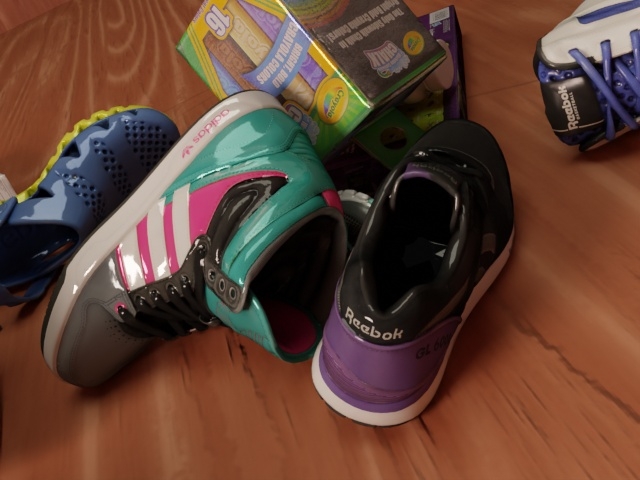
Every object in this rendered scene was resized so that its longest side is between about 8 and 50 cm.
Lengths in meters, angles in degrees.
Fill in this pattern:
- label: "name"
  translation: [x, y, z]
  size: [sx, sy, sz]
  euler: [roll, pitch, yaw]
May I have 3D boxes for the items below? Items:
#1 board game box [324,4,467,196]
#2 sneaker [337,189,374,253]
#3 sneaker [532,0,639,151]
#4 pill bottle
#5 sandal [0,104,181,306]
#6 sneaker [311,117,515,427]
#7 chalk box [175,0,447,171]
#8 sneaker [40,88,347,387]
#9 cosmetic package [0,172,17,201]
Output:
- label: "board game box"
  translation: [0.058, -0.153, 0.894]
  size: [0.208, 0.056, 0.346]
  euler: [-11, 32, 16]
- label: "sneaker"
  translation: [0.000, 0.000, 0.697]
  size: [0.167, 0.065, 0.076]
  euler: [5, 58, 46]
- label: "sneaker"
  translation: [0.283, -0.139, 0.640]
  size: [0.182, 0.127, 0.315]
  euler: [-38, 25, -13]
- label: "pill bottle"
  translation: [0.068, -0.163, 0.791]
  size: [0.116, 0.065, 0.065]
  euler: [-4, 36, 31]
- label: "sandal"
  translation: [-0.281, -0.029, 0.895]
  size: [0.317, 0.126, 0.138]
  euler: [-41, 36, -10]
- label: "sneaker"
  translation: [0.085, -0.016, 0.551]
  size: [0.107, 0.124, 0.283]
  euler: [17, 48, 10]
- label: "chalk box"
  translation: [0.007, -0.146, 0.699]
  size: [0.132, 0.213, 0.132]
  euler: [-39, 0, -42]
- label: "sneaker"
  translation: [-0.085, 0.045, 0.624]
  size: [0.295, 0.124, 0.178]
  euler: [-50, 56, 11]
- label: "cosmetic package"
  translation: [-0.515, -0.064, 1.161]
  size: [0.099, 0.060, 0.239]
  euler: [-34, 28, -25]
